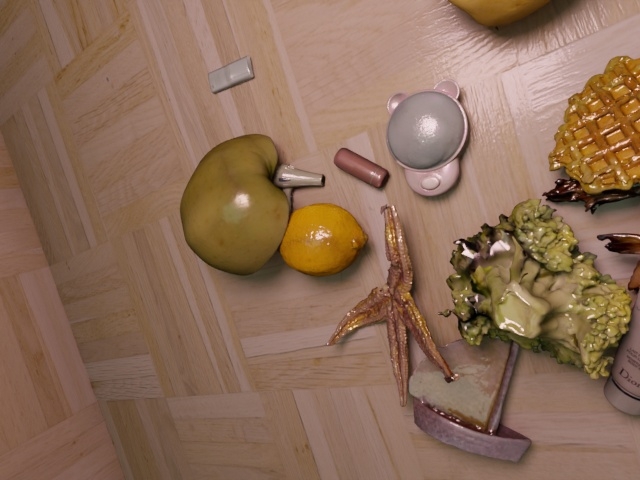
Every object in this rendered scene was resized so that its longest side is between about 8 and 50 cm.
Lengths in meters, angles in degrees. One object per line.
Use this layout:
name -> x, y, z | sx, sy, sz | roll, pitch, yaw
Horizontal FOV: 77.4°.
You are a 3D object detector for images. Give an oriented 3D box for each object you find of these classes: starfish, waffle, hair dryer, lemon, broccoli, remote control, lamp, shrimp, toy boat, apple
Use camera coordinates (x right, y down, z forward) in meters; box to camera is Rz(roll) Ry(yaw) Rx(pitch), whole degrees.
starfish -> 0.163, 0.182, 0.958 | 0.398, 0.132, 0.383 | -52, 50, 44
waffle -> 0.540, -0.200, 0.672 | 0.291, 0.051, 0.290 | -23, 55, 39
hair dryer -> -0.059, -0.116, 1.105 | 0.167, 0.067, 0.199 | -5, 110, 24
lemon -> 0.000, 0.000, 1.015 | 0.257, 0.188, 0.188 | -5, 99, 23
broccoli -> 0.388, 0.118, 0.765 | 0.293, 0.281, 0.347 | -42, 66, 28
remote control -> -0.259, -0.473, 1.141 | 0.162, 0.029, 0.061 | -8, 96, 30
lamp -> 0.233, -0.217, 0.882 | 0.180, 0.108, 0.245 | -4, 100, 34
shrimp -> 0.551, -0.056, 0.706 | 0.289, 0.075, 0.177 | -10, 76, 45
toy boat -> 0.345, 0.369, 0.965 | 0.276, 0.111, 0.293 | -6, 87, 27
apple -> -0.232, -0.086, 1.093 | 0.311, 0.320, 0.360 | 45, 129, -9

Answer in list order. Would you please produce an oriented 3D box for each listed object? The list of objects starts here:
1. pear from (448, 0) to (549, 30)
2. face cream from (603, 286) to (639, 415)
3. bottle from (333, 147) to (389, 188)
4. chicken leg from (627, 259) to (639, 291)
pear -> 0.312, -0.534, 0.664 | 0.310, 0.309, 0.308 | 7, 104, 28
face cream -> 0.610, 0.196, 0.722 | 0.143, 0.089, 0.314 | 42, 145, 46
bottle -> 0.101, -0.180, 0.994 | 0.140, 0.053, 0.053 | 33, 115, 19
chicken leg -> 0.669, -0.003, 0.674 | 0.295, 0.182, 0.408 | -29, 78, 46
